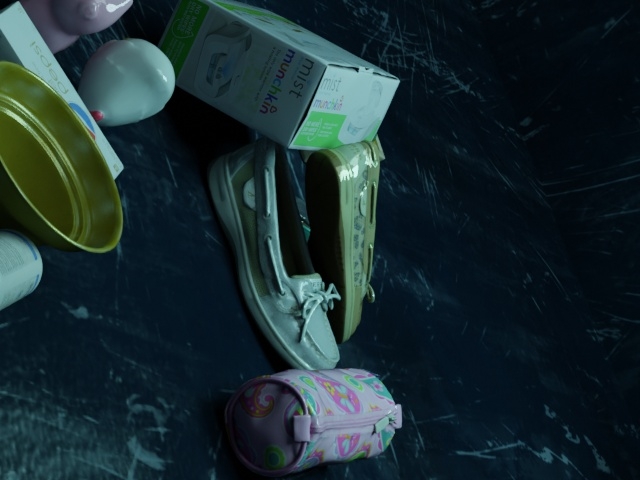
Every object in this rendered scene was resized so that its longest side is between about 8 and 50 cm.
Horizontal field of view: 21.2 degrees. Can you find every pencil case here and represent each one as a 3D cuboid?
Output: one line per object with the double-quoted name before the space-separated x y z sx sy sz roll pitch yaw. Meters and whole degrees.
"pencil case" -0.003 0.214 2.045 0.284 0.124 0.124 8 59 -64

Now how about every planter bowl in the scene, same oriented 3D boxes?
"planter bowl" -0.298 -0.063 1.698 0.217 0.090 0.217 51 20 -27

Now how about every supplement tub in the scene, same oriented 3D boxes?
"supplement tub" -0.311 0.033 1.594 0.071 0.071 0.107 63 21 -3

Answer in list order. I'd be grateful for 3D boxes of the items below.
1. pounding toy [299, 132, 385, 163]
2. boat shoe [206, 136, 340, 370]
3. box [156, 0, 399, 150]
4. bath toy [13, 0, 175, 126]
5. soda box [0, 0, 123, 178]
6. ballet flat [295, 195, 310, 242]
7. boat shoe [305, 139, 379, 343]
"pounding toy" -0.002 -0.210 2.566 0.206 0.094 0.181 23 46 -61
"boat shoe" -0.045 0.023 2.187 0.118 0.103 0.320 11 56 -65
"box" -0.054 -0.220 2.253 0.231 0.127 0.262 30 12 19
"bath toy" -0.298 -0.266 1.893 0.129 0.151 0.348 -44 115 -28
"soda box" -0.300 -0.139 1.818 0.216 0.069 0.074 59 22 -15
"ballet flat" 0.000 0.000 2.371 0.203 0.074 0.074 41 31 -42
"boat shoe" 0.037 0.006 2.247 0.104 0.089 0.285 37 -44 43
